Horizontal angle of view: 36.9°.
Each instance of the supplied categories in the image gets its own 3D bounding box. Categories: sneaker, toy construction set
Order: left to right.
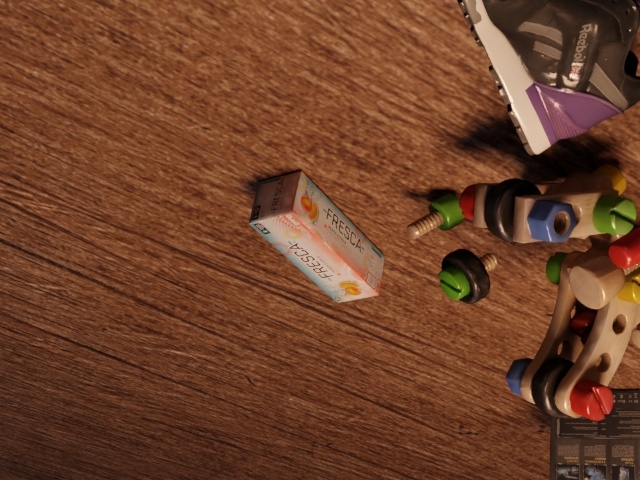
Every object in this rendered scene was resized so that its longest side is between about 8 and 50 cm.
[{"bbox_3d":[0.173,-0.188,0.721,0.124,0.107,0.283,-20,143,17],"label":"sneaker"},{"bbox_3d":[0.287,0.009,0.906,0.237,0.257,0.309,-27,177,-22],"label":"toy construction set"}]

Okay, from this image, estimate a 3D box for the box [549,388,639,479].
[{"bbox_3d":[0.433,0.297,1.311,0.233,0.183,0.059,-3,145,19],"label":"box"}]

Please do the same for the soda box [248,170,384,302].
[{"bbox_3d":[0.000,0.000,1.081,0.063,0.058,0.183,-12,141,32],"label":"soda box"}]
